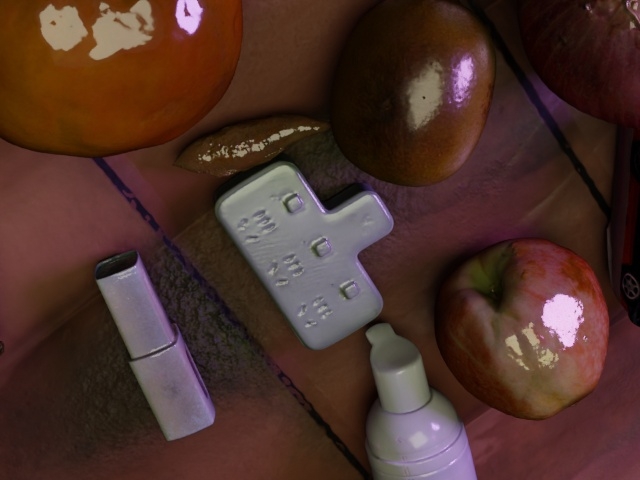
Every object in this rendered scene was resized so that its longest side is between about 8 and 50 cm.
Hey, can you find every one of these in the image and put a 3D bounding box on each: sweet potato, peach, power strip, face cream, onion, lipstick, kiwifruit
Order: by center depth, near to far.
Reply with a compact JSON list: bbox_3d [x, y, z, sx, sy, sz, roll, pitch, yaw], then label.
[{"bbox_3d":[-0.254,-0.245,1.328,0.342,0.343,0.302,-1,155,-10],"label":"peach"},{"bbox_3d":[0.402,-0.303,1.423,0.353,0.353,0.354,-4,112,-9],"label":"onion"},{"bbox_3d":[0.114,-0.186,1.479,0.196,0.196,0.234,16,110,-16],"label":"kiwifruit"},{"bbox_3d":[-0.086,-0.122,1.539,0.206,0.060,0.068,-18,124,3],"label":"sweet potato"},{"bbox_3d":[0.000,0.000,1.604,0.193,0.059,0.265,-32,113,3],"label":"power strip"},{"bbox_3d":[-0.221,0.138,1.609,0.077,0.079,0.253,-22,112,0],"label":"lipstick"},{"bbox_3d":[0.279,0.129,1.625,0.232,0.232,0.257,-38,122,6],"label":"peach"},{"bbox_3d":[0.135,0.294,1.700,0.145,0.145,0.370,-18,114,-3],"label":"face cream"}]

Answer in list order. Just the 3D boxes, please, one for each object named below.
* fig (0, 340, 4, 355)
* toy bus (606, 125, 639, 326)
[{"bbox_3d":[-0.471,0.080,1.484,0.195,0.195,0.245,-45,120,8],"label":"fig"},{"bbox_3d":[0.462,-0.037,1.627,0.127,0.147,0.303,-5,114,-9],"label":"toy bus"}]
